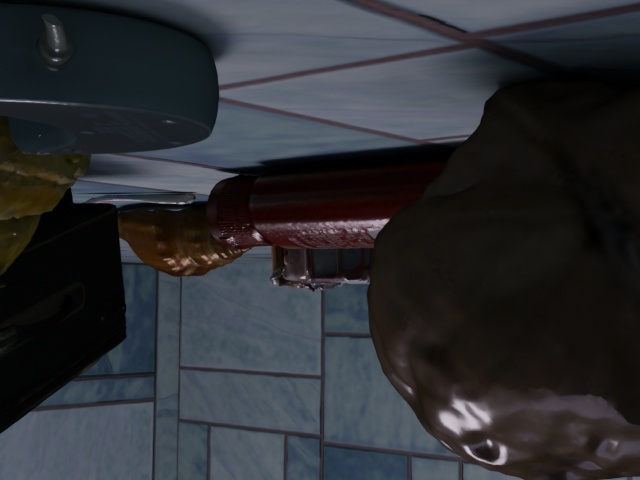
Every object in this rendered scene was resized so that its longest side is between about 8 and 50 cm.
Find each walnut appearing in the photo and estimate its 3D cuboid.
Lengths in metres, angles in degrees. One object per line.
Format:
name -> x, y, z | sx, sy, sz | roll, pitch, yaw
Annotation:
walnut -> 0.161, 0.027, 0.612 | 0.227, 0.273, 0.273 | 34, -171, 20

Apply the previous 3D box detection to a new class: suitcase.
suitcase -> -0.356, 0.072, 0.933 | 0.283, 0.194, 0.434 | 2, -164, 17

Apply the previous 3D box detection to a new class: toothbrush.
toothbrush -> -0.243, -0.044, 1.249 | 0.204, 0.022, 0.017 | -1, -179, 13

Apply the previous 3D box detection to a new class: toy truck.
toy truck -> 0.000, 0.000, 1.241 | 0.135, 0.114, 0.270 | -4, 180, -7

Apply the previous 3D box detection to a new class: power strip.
power strip -> -0.119, -0.074, 0.510 | 0.137, 0.044, 0.216 | 0, 177, 2

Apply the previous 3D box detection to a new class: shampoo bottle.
shampoo bottle -> 0.035, -0.031, 0.947 | 0.314, 0.076, 0.118 | -2, 177, 39

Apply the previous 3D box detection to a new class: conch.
conch -> -0.208, 0.002, 1.413 | 0.330, 0.093, 0.109 | -1, -177, 41

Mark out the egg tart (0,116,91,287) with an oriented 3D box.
egg tart -> -0.294, -0.032, 0.698 | 0.290, 0.115, 0.290 | 4, 177, 0
